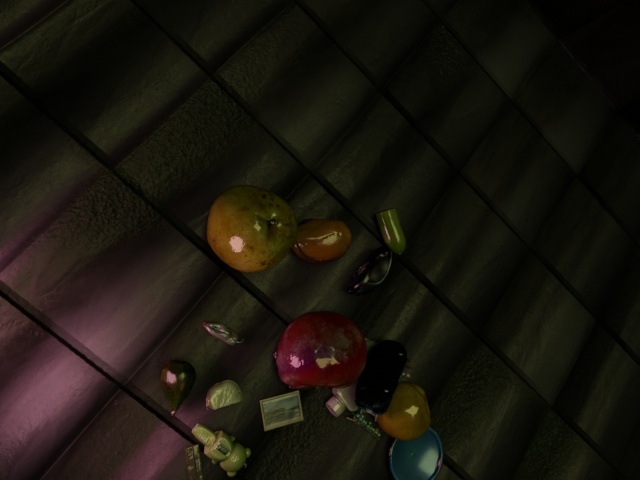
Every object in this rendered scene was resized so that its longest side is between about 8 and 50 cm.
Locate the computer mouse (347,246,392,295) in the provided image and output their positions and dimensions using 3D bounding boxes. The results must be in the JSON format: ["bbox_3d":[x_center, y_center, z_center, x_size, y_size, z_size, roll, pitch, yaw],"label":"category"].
[{"bbox_3d":[0.198,0.127,1.939,0.096,0.137,0.233,44,68,-8],"label":"computer mouse"}]

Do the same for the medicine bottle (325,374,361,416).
[{"bbox_3d":[0.107,0.563,1.878,0.183,0.069,0.119,-37,94,-24],"label":"medicine bottle"}]

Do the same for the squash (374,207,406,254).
[{"bbox_3d":[0.283,-0.033,2.027,0.095,0.095,0.187,-19,95,-24],"label":"squash"}]

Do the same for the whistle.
[{"bbox_3d":[-0.328,0.680,1.674,0.227,0.085,0.105,43,69,-13],"label":"whistle"}]

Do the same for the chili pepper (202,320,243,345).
[{"bbox_3d":[-0.334,0.316,1.747,0.153,0.041,0.050,35,29,-14],"label":"chili pepper"}]

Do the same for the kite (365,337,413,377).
[{"bbox_3d":[0.257,0.464,1.962,0.245,0.015,0.141,22,52,-23],"label":"kite"}]

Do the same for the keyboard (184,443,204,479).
[{"bbox_3d":[-0.413,0.736,1.671,0.049,0.015,0.129,-7,85,-28],"label":"keyboard"}]

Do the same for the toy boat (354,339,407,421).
[{"bbox_3d":[0.222,0.501,1.858,0.134,0.092,0.298,17,46,19],"label":"toy boat"}]

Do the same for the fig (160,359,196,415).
[{"bbox_3d":[-0.458,0.473,1.644,0.117,0.117,0.177,-1,99,-23],"label":"fig"}]

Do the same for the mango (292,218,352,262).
[{"bbox_3d":[0.000,0.000,1.878,0.236,0.136,0.166,5,84,-17],"label":"mango"}]

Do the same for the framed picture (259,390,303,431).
[{"bbox_3d":[-0.137,0.600,1.804,0.149,0.011,0.109,-8,86,-23],"label":"framed picture"}]

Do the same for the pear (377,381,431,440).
[{"bbox_3d":[0.301,0.629,1.882,0.209,0.209,0.208,3,81,-22],"label":"pear"}]

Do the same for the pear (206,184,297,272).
[{"bbox_3d":[-0.228,-0.038,1.707,0.304,0.304,0.303,3,81,-22],"label":"pear"}]

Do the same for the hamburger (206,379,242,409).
[{"bbox_3d":[-0.326,0.515,1.718,0.121,0.054,0.084,-6,81,-26],"label":"hamburger"}]

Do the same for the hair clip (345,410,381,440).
[{"bbox_3d":[0.169,0.687,1.900,0.173,0.049,0.049,39,70,-12],"label":"hair clip"}]

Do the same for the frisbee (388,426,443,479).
[{"bbox_3d":[0.362,0.824,1.961,0.242,0.045,0.241,3,82,-21],"label":"frisbee"}]

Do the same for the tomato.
[{"bbox_3d":[0.009,0.370,1.780,0.335,0.176,0.289,4,66,-12],"label":"tomato"}]
